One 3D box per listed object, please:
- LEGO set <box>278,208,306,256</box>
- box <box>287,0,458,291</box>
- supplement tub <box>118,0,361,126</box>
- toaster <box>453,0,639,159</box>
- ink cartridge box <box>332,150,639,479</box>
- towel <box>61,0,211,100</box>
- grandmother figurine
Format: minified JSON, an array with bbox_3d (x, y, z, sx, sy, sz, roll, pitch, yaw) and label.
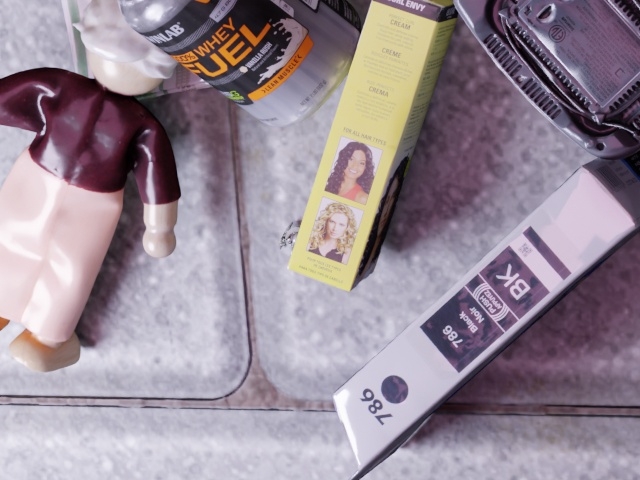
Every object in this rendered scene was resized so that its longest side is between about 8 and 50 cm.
[{"bbox_3d":[0.000,-0.003,1.579,0.083,0.023,0.054,-33,86,24],"label":"LEGO set"},{"bbox_3d":[0.042,-0.082,1.503,0.058,0.087,0.232,19,104,10],"label":"box"},{"bbox_3d":[-0.071,-0.180,1.480,0.190,0.117,0.117,34,117,-29],"label":"supplement tub"},{"bbox_3d":[0.208,-0.152,1.397,0.227,0.146,0.129,48,114,9],"label":"toaster"},{"bbox_3d":[0.120,0.060,1.464,0.065,0.165,0.332,48,112,7],"label":"ink cartridge box"},{"bbox_3d":[-0.141,-0.173,1.607,0.152,0.023,0.113,-7,98,23],"label":"towel"},{"bbox_3d":[-0.203,-0.064,1.601,0.208,0.104,0.342,24,114,-10],"label":"grandmother figurine"}]
